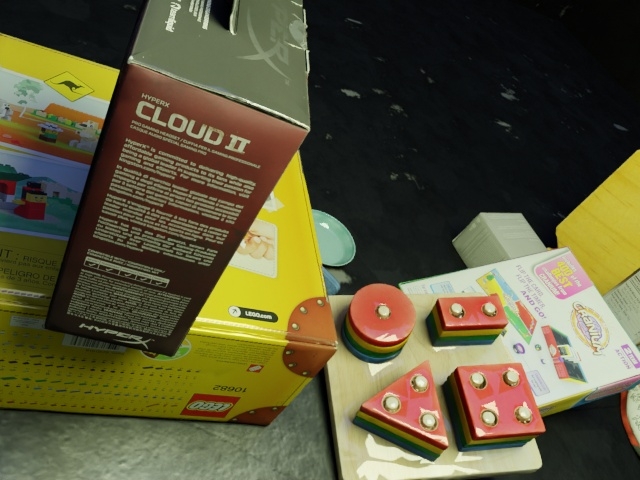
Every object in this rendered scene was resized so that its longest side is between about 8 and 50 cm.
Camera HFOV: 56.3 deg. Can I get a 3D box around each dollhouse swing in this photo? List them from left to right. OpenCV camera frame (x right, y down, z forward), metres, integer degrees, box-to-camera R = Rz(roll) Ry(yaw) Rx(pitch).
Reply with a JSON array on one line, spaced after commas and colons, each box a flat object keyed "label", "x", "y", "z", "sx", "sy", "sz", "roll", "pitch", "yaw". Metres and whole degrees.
[{"label": "dollhouse swing", "x": 0.718, "y": -0.019, "z": 1.259, "sx": 0.315, "sy": 0.346, "sz": 0.305, "roll": 46, "pitch": 31, "yaw": 14}]

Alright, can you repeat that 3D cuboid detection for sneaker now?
[{"label": "sneaker", "x": 0.605, "y": 0.263, "z": 1.039, "sx": 0.090, "sy": 0.145, "sz": 0.270, "roll": 28, "pitch": 40, "yaw": -9}]

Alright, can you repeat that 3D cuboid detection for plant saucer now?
[{"label": "plant saucer", "x": 0.000, "y": 0.000, "z": 0.976, "sx": 0.120, "sy": 0.021, "sz": 0.119, "roll": 20, "pitch": 41, "yaw": -19}]

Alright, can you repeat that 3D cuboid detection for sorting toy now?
[{"label": "sorting toy", "x": 0.140, "y": 0.168, "z": 0.775, "sx": 0.256, "sy": 0.089, "sz": 0.257, "roll": 0, "pitch": 54, "yaw": -11}]

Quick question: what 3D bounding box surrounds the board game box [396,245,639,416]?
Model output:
[{"label": "board game box", "x": 0.300, "y": 0.147, "z": 0.917, "sx": 0.317, "sy": 0.064, "sz": 0.242, "roll": -10, "pitch": 55, "yaw": -16}]

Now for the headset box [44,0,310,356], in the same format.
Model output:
[{"label": "headset box", "x": -0.107, "y": -0.083, "z": 0.462, "sx": 0.110, "sy": 0.293, "sz": 0.218, "roll": 18, "pitch": 44, "yaw": -21}]

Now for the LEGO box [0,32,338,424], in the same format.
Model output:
[{"label": "LEGO box", "x": -0.263, "y": -0.019, "z": 0.671, "sx": 0.501, "sy": 0.193, "sz": 0.372, "roll": 13, "pitch": 44, "yaw": -26}]

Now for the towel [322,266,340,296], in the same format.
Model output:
[{"label": "towel", "x": -0.025, "y": 0.074, "z": 0.877, "sx": 0.067, "sy": 0.029, "sz": 0.119, "roll": 46, "pitch": 39, "yaw": 13}]

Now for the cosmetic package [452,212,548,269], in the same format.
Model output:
[{"label": "cosmetic package", "x": 0.367, "y": 0.064, "z": 1.110, "sx": 0.127, "sy": 0.107, "sz": 0.237, "roll": 1, "pitch": 53, "yaw": -34}]

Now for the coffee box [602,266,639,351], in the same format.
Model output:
[{"label": "coffee box", "x": 0.522, "y": 0.151, "z": 1.014, "sx": 0.141, "sy": 0.246, "sz": 0.098, "roll": 4, "pitch": 48, "yaw": -33}]
